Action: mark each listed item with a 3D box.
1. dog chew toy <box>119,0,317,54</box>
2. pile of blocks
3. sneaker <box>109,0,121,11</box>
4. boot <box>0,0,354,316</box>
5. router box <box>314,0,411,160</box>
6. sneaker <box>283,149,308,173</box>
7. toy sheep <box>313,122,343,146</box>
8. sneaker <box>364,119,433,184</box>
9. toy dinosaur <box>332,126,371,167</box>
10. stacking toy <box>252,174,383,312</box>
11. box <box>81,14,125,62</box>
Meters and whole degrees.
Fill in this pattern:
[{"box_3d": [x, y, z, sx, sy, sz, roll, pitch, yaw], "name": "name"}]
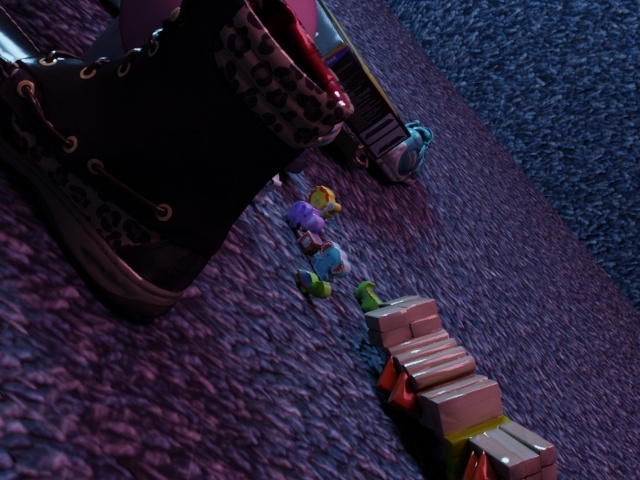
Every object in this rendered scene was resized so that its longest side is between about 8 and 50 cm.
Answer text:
[{"box_3d": [-0.129, -0.305, 1.138, 0.206, 0.206, 0.332, 9, 61, -62], "name": "dog chew toy"}, {"box_3d": [0.140, 0.210, 1.288, 0.112, 0.149, 0.362, -15, 42, -21], "name": "pile of blocks"}, {"box_3d": [-0.278, -0.359, 1.455, 0.256, 0.094, 0.151, 11, 44, -59], "name": "sneaker"}, {"box_3d": [-0.171, -0.154, 0.982, 0.377, 0.284, 0.138, 54, 20, 11], "name": "boot"}, {"box_3d": [0.021, -0.315, 1.858, 0.243, 0.081, 0.309, 47, 12, -43], "name": "router box"}, {"box_3d": [-0.102, -0.245, 1.559, 0.319, 0.131, 0.112, 51, 18, 7], "name": "sneaker"}, {"box_3d": [-0.010, -0.187, 1.696, 0.091, 0.132, 0.091, 7, 78, -32], "name": "toy sheep"}, {"box_3d": [0.169, -0.171, 2.043, 0.107, 0.110, 0.275, 51, 14, 0], "name": "sneaker"}, {"box_3d": [0.054, -0.160, 1.894, 0.092, 0.053, 0.183, 21, 29, -27], "name": "toy dinosaur"}, {"box_3d": [0.000, 0.000, 1.428, 0.167, 0.052, 0.221, 20, 35, -55], "name": "stacking toy"}, {"box_3d": [-0.165, -0.245, 1.339, 0.119, 0.182, 0.181, 49, 18, 3], "name": "box"}]
